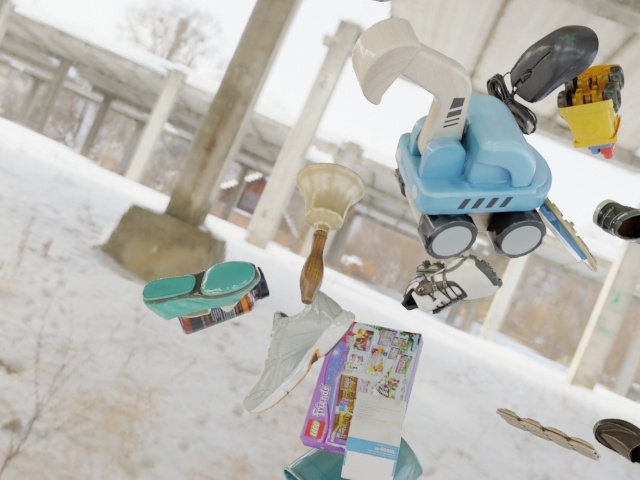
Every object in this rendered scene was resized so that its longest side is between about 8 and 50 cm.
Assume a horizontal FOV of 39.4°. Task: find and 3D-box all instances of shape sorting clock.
[{"bbox_3d":[0.488,-0.022,1.778,0.206,0.040,0.206,48,8,-9],"label":"shape sorting clock"}]

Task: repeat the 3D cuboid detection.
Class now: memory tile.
[{"bbox_3d":[0.330,0.279,1.291,0.148,0.012,0.113,19,-13,30],"label":"memory tile"}]

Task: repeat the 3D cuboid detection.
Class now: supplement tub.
[{"bbox_3d":[-0.209,0.119,1.875,0.198,0.106,0.106,-19,7,-10],"label":"supplement tub"}]

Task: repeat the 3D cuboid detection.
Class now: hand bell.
[{"bbox_3d":[0.000,0.000,1.517,0.126,0.242,0.126,7,-32,5],"label":"hand bell"}]

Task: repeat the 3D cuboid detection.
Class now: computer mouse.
[{"bbox_3d":[0.512,-0.390,2.048,0.072,0.272,0.188,16,38,-53],"label":"computer mouse"}]

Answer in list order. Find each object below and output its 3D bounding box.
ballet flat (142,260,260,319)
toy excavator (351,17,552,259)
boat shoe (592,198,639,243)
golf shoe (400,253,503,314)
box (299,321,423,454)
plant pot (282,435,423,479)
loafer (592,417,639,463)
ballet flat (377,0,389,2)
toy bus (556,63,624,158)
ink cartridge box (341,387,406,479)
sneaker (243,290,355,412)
[{"bbox_3d":[-0.204,0.095,1.625,0.247,0.083,0.087,-11,-42,23],"label":"ballet flat"},{"bbox_3d":[0.242,-0.193,1.620,0.433,0.445,0.222,-2,45,-14],"label":"toy excavator"},{"bbox_3d":[0.661,-0.024,1.807,0.233,0.084,0.079,10,15,-26],"label":"boat shoe"},{"bbox_3d":[0.196,0.077,1.359,0.077,0.094,0.198,49,-24,-12],"label":"golf shoe"},{"bbox_3d":[0.093,0.324,1.945,0.201,0.293,0.057,10,-28,17],"label":"box"},{"bbox_3d":[0.091,0.561,2.110,0.271,0.255,0.272,46,-19,20],"label":"plant pot"},{"bbox_3d":[0.770,0.503,2.202,0.220,0.080,0.078,17,16,38],"label":"loafer"},{"bbox_3d":[0.098,-0.653,1.775,0.123,0.349,0.123,-3,5,0],"label":"ballet flat"},{"bbox_3d":[0.721,-0.327,2.320,0.149,0.220,0.211,-8,-57,32],"label":"toy bus"},{"bbox_3d":[0.096,0.339,1.561,0.090,0.143,0.092,11,-44,7],"label":"ink cartridge box"},{"bbox_3d":[-0.061,0.195,1.620,0.121,0.262,0.099,43,4,3],"label":"sneaker"}]
